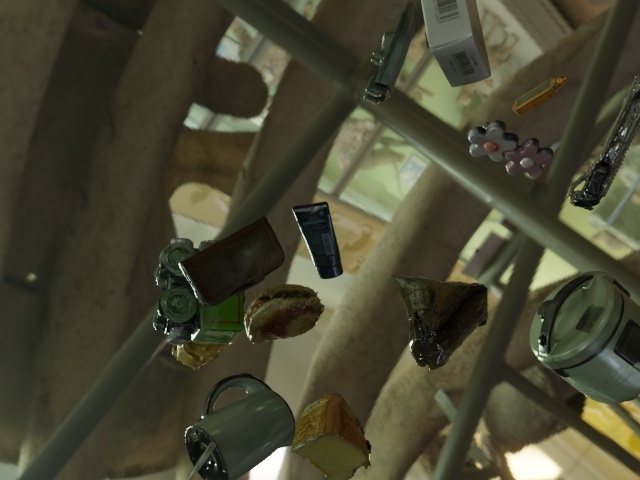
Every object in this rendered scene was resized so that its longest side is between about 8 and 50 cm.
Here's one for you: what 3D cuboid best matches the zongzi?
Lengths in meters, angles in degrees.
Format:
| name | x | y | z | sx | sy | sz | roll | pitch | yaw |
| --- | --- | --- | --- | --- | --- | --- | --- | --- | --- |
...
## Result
| name | x | y | z | sx | sy | sz | roll | pitch | yaw |
| --- | --- | --- | --- | --- | --- | --- | --- | --- | --- |
| zongzi | 0.248 | 0.188 | 2.035 | 0.300 | 0.139 | 0.286 | 20 | -142 | 33 |

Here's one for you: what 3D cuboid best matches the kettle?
| name | x | y | z | sx | sy | sz | roll | pitch | yaw |
| --- | --- | --- | --- | --- | --- | --- | --- | --- | --- |
| kettle | -0.192 | 0.434 | 1.868 | 0.236 | 0.161 | 0.221 | -24 | -99 | -37 |

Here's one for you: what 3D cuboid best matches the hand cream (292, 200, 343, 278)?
| name | x | y | z | sx | sy | sz | roll | pitch | yaw |
| --- | --- | --- | --- | --- | --- | --- | --- | --- | --- |
| hand cream | 0.000 | 0.000 | 2.534 | 0.061 | 0.120 | 0.271 | -68 | -34 | -55 |

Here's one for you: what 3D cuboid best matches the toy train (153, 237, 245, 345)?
| name | x | y | z | sx | sy | sz | roll | pitch | yaw |
| --- | --- | --- | --- | --- | --- | --- | --- | --- | --- |
| toy train | -0.332 | 0.138 | 2.172 | 0.248 | 0.173 | 0.307 | 4 | -114 | -18 |

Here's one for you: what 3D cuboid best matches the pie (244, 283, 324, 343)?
| name | x | y | z | sx | sy | sz | roll | pitch | yaw |
| --- | --- | --- | --- | --- | --- | --- | --- | --- | --- |
| pie | -0.090 | 0.190 | 1.957 | 0.205 | 0.179 | 0.084 | -7 | -134 | -18 |

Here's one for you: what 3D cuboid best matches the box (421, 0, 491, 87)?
| name | x | y | z | sx | sy | sz | roll | pitch | yaw |
| --- | --- | --- | --- | --- | --- | --- | --- | --- | --- |
| box | 0.310 | -0.543 | 1.860 | 0.200 | 0.106 | 0.300 | 36 | -135 | -61 |

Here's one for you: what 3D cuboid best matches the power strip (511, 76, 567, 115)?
| name | x | y | z | sx | sy | sz | roll | pitch | yaw |
| --- | --- | --- | --- | --- | --- | --- | --- | --- | --- |
| power strip | 0.592 | -0.393 | 2.120 | 0.028 | 0.178 | 0.049 | 36 | -129 | -20 |

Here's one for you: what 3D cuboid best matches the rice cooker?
| name | x | y | z | sx | sy | sz | roll | pitch | yaw |
| --- | --- | --- | --- | --- | --- | --- | --- | --- | --- |
| rice cooker | 0.554 | 0.191 | 1.580 | 0.244 | 0.226 | 0.226 | 37 | -171 | -15 |

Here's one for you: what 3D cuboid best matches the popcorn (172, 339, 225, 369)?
| name | x | y | z | sx | sy | sz | roll | pitch | yaw |
| --- | --- | --- | --- | --- | --- | --- | --- | --- | --- |
| popcorn | -0.386 | 0.333 | 2.532 | 0.140 | 0.163 | 0.194 | 34 | -145 | 0 |

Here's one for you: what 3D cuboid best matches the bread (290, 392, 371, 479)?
| name | x | y | z | sx | sy | sz | roll | pitch | yaw |
| --- | --- | --- | --- | --- | --- | --- | --- | --- | --- |
| bread | 0.031 | 0.447 | 1.757 | 0.160 | 0.140 | 0.169 | 49 | -157 | -15 |

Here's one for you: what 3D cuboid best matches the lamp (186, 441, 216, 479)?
| name | x | y | z | sx | sy | sz | roll | pitch | yaw |
| --- | --- | --- | --- | --- | --- | --- | --- | --- | --- |
| lamp | -0.230 | 0.377 | 1.175 | 0.056 | 0.198 | 0.050 | 37 | 156 | 0 |

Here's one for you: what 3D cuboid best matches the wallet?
| name | x | y | z | sx | sy | sz | roll | pitch | yaw |
| --- | --- | --- | --- | --- | --- | --- | --- | --- | --- |
| wallet | -0.199 | 0.054 | 1.847 | 0.031 | 0.255 | 0.137 | -21 | 98 | 57 |

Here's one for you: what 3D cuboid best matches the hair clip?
| name | x | y | z | sx | sy | sz | roll | pitch | yaw |
| --- | --- | --- | --- | --- | --- | --- | --- | --- | --- |
| hair clip | 0.528 | -0.256 | 2.203 | 0.257 | 0.146 | 0.075 | 29 | -137 | -10 |

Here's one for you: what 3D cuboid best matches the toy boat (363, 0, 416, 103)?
| name | x | y | z | sx | sy | sz | roll | pitch | yaw |
| --- | --- | --- | --- | --- | --- | --- | --- | --- | --- |
| toy boat | 0.207 | -0.554 | 2.275 | 0.092 | 0.320 | 0.141 | 21 | 172 | 2 |

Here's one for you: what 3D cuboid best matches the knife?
| name | x | y | z | sx | sy | sz | roll | pitch | yaw |
| --- | --- | --- | --- | --- | --- | --- | --- | --- | --- |
| knife | 0.721 | -0.237 | 1.942 | 0.089 | 0.365 | 0.043 | 30 | -158 | 18 |
